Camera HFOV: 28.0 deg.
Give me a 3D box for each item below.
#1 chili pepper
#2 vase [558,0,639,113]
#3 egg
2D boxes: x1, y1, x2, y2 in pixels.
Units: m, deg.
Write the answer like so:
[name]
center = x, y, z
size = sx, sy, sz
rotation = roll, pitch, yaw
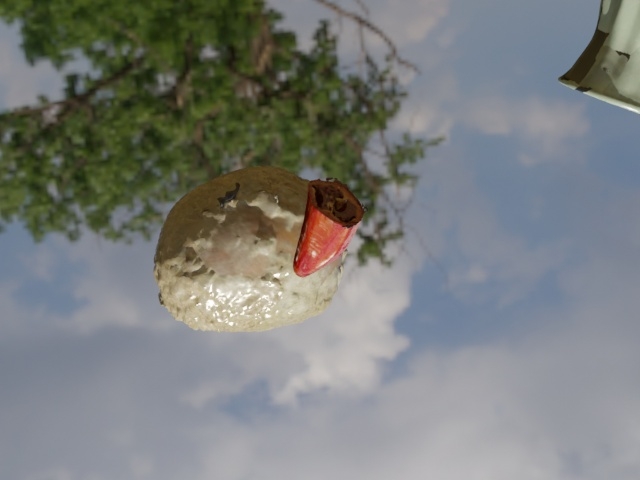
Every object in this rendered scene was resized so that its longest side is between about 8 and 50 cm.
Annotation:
[chili pepper]
center = -0.004, -0.002, 1.730
size = 0.065, 0.169, 0.088
rotation = -23, -116, -35
[vase]
center = 0.340, -0.298, 1.198
size = 0.165, 0.360, 0.165
rotation = 19, -168, -4
[egg]
center = -0.105, 0.016, 1.963
size = 0.310, 0.279, 0.279
rotation = -14, -160, -15
